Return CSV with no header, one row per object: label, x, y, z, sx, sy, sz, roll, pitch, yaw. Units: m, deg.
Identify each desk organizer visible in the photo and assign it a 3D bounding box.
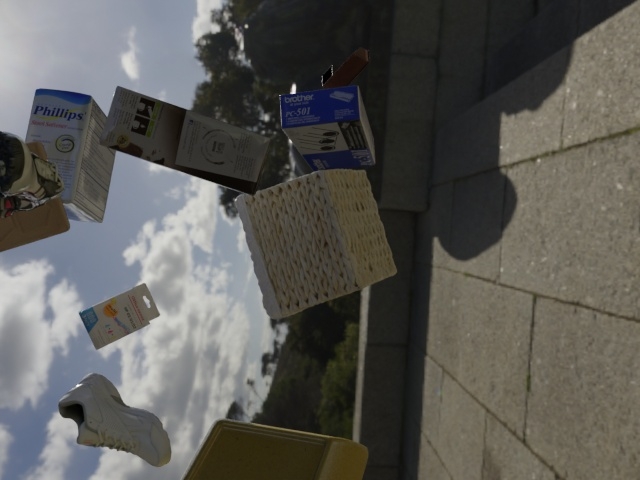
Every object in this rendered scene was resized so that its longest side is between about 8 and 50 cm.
desk organizer,0.061,-0.422,1.467,0.130,0.050,0.047,-39,41,42

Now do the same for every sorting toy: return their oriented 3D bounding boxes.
sorting toy,-0.621,-0.082,1.174,0.038,0.208,0.193,-2,107,45

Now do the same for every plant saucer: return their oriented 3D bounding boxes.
plant saucer,-0.116,0.440,1.025,0.333,0.332,0.081,-61,-33,-52

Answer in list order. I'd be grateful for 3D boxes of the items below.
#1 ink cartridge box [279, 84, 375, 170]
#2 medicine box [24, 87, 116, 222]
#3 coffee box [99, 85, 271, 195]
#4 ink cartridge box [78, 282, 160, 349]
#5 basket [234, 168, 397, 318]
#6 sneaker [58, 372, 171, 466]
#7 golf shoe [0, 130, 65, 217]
ink cartridge box,0.017,-0.144,0.800,0.207,0.097,0.046,38,-132,-78
medicine box,-0.669,-0.216,1.600,0.263,0.149,0.290,112,164,-79
coffee box,-0.252,-0.189,1.171,0.168,0.297,0.119,-131,59,-83
ink cartridge box,-0.507,0.189,1.518,0.104,0.181,0.061,66,157,-6
basket,0.000,0.000,1.557,0.328,0.266,0.332,-11,-95,-66
sneaker,-0.376,0.345,1.070,0.115,0.232,0.090,-36,-27,-58
golf shoe,-0.487,-0.116,0.983,0.273,0.120,0.105,-21,83,59
